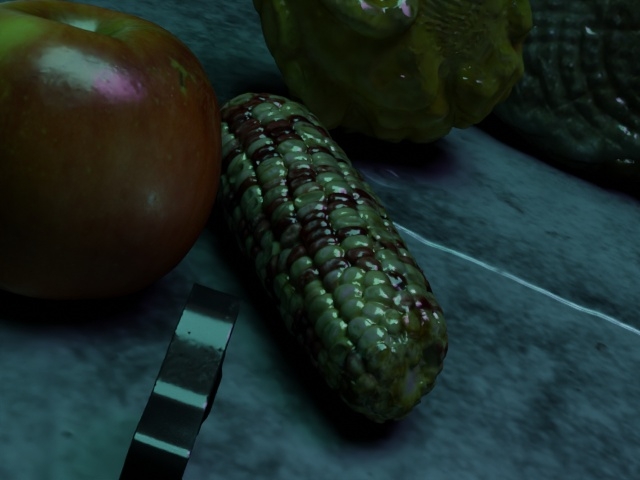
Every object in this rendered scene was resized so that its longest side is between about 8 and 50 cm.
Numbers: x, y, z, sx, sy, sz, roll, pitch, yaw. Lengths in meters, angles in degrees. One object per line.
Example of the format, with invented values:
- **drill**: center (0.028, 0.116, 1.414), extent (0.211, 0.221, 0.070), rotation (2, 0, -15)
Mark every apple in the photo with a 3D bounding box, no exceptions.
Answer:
- **apple**: center (-0.128, -0.046, 0.546), extent (0.163, 0.139, 0.163), rotation (9, 18, -3)

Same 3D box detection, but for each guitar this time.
- **guitar**: center (-0.067, 0.108, 0.377), extent (0.025, 0.088, 0.233), rotation (20, 36, -3)

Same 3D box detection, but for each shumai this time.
- **shumai**: center (0.320, -0.211, 1.018), extent (0.309, 0.304, 0.263), rotation (28, 17, 11)

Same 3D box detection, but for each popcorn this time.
- **popcorn**: center (0.053, -0.187, 0.838), extent (0.250, 0.250, 0.190), rotation (6, -9, -27)

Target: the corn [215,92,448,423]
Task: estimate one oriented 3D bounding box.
- **corn**: center (0.000, 0.000, 0.600), extent (0.086, 0.086, 0.253), rotation (5, 31, -29)
